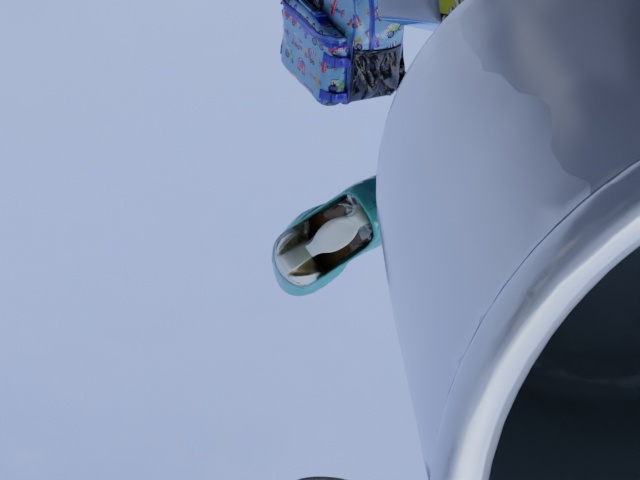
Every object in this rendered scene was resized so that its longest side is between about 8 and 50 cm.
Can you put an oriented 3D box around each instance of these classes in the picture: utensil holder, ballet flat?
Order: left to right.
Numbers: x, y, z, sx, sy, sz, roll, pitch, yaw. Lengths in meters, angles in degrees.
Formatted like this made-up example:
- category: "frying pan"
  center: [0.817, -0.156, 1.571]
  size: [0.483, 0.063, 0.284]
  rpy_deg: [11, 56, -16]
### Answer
- category: "ballet flat"
  center: [0.000, 0.000, 1.730]
  size: [0.087, 0.247, 0.083]
  rpy_deg: [-22, -99, -44]
- category: "utensil holder"
  center: [0.195, 0.035, 0.772]
  size: [0.328, 0.327, 0.385]
  rpy_deg: [14, -160, -9]

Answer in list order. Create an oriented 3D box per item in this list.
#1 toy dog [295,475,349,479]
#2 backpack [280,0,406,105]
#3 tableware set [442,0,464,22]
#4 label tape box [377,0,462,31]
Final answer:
- category: "toy dog"
  center: [-0.003, 0.320, 1.391]
  size: [0.220, 0.161, 0.334]
  rpy_deg: [1, -176, -26]
- category: "backpack"
  center: [0.028, -0.260, 1.806]
  size: [0.117, 0.173, 0.158]
  rpy_deg: [-16, -134, -23]
- category: "tableware set"
  center: [0.158, -0.190, 1.466]
  size: [0.024, 0.104, 0.154]
  rpy_deg: [16, -138, -25]
- category: "label tape box"
  center: [0.183, -0.289, 1.711]
  size: [0.249, 0.115, 0.347]
  rpy_deg: [8, -107, -34]
